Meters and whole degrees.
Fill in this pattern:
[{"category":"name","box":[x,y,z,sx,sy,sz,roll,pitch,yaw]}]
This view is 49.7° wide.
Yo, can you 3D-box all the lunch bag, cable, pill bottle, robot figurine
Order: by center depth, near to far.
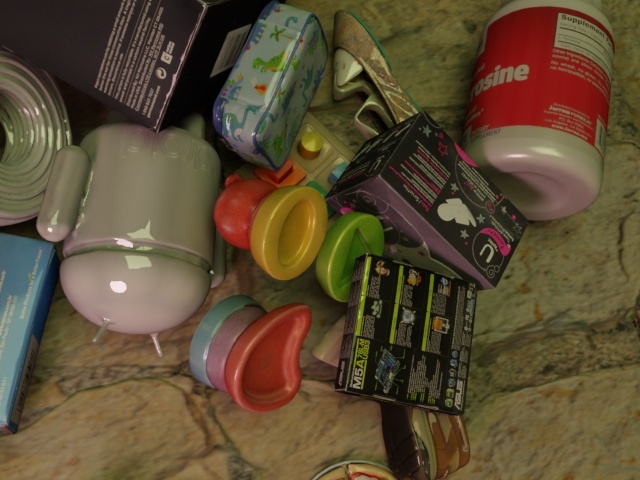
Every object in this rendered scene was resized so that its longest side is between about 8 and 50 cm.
[{"category":"cable","box":[-0.432,-0.145,0.893,0.089,0.257,0.257,-4,87,22]},{"category":"robot figurine","box":[-0.245,-0.024,0.955,0.300,0.199,0.354,20,64,-44]},{"category":"lunch bag","box":[-0.068,-0.221,1.023,0.090,0.176,0.219,22,84,15]},{"category":"pill bottle","box":[0.372,-0.259,1.174,0.229,0.229,0.408,17,68,-8]}]

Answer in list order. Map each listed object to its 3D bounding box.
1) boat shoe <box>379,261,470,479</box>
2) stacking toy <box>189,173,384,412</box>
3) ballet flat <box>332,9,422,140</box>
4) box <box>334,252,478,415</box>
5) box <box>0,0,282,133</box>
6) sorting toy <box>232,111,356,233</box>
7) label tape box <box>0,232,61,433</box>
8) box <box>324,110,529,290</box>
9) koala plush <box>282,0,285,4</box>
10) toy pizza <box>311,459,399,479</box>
[{"category":"boat shoe","box":[0.145,0.195,1.036,0.119,0.122,0.324,-5,80,-23]},{"category":"stacking toy","box":[-0.054,0.063,0.962,0.130,0.279,0.309,22,102,34]},{"category":"ballet flat","box":[0.086,-0.249,1.170,0.106,0.107,0.316,-32,81,-14]},{"category":"box","box":[0.122,0.131,0.951,0.184,0.045,0.191,14,73,-17]},{"category":"box","box":[-0.255,-0.337,0.950,0.312,0.179,0.343,30,28,1]},{"category":"sorting toy","box":[-0.015,-0.107,1.113,0.347,0.047,0.196,43,63,5]},{"category":"label tape box","box":[-0.531,0.096,0.874,0.333,0.106,0.241,12,68,-11]},{"category":"box","box":[0.159,-0.043,1.053,0.247,0.163,0.142,43,62,-15]},{"category":"koala plush","box":[-0.145,-0.480,1.144,0.221,0.196,0.203,28,77,-8]},{"category":"toy pizza","box":[0.056,0.415,0.977,0.201,0.032,0.201,4,71,-13]}]
